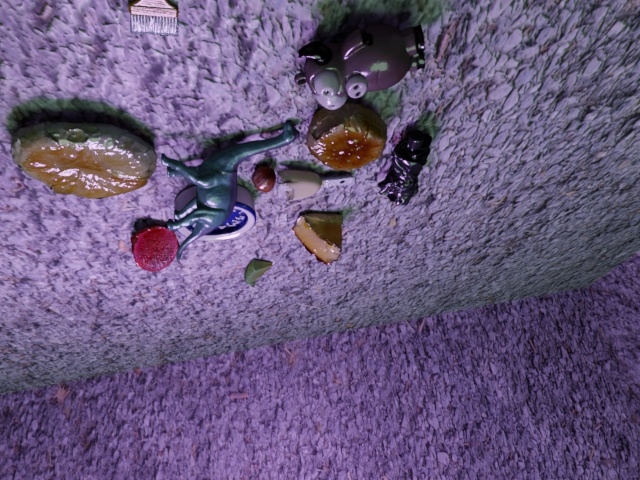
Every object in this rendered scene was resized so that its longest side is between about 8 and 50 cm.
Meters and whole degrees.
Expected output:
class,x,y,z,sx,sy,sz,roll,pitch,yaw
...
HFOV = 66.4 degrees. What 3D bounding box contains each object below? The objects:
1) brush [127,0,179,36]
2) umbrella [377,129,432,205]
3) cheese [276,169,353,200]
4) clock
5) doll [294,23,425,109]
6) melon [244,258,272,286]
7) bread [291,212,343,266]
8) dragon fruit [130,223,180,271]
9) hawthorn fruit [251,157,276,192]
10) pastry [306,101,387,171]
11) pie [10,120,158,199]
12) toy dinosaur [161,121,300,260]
class,x,y,z,sx,sy,sz,roll,pitch,yaw
brush,-0.267,-0.415,0.778,0.083,0.010,0.218,-2,154,-17
umbrella,0.238,-0.206,1.349,0.122,0.110,0.272,-7,151,-8
cheese,-0.016,-0.164,1.390,0.235,0.049,0.127,-11,156,-18
clock,-0.305,-0.081,1.419,0.231,0.083,0.230,-9,154,-5
doll,0.074,-0.341,0.956,0.257,0.117,0.182,-17,161,7
melon,-0.258,0.131,1.971,0.114,0.053,0.261,-21,165,-23
bread,0.000,0.000,1.622,0.169,0.160,0.140,1,154,-25
dragon fruit,-0.527,0.011,1.519,0.111,0.153,0.153,26,-175,41
hawthorn fruit,-0.141,-0.176,1.301,0.067,0.066,0.103,6,140,-33
pastry,0.061,-0.249,1.180,0.193,0.093,0.182,18,144,-41
pie,-0.525,-0.180,1.112,0.307,0.071,0.306,-7,158,-3
toy dinosaur,-0.219,-0.113,1.240,0.331,0.129,0.383,-3,125,-8
